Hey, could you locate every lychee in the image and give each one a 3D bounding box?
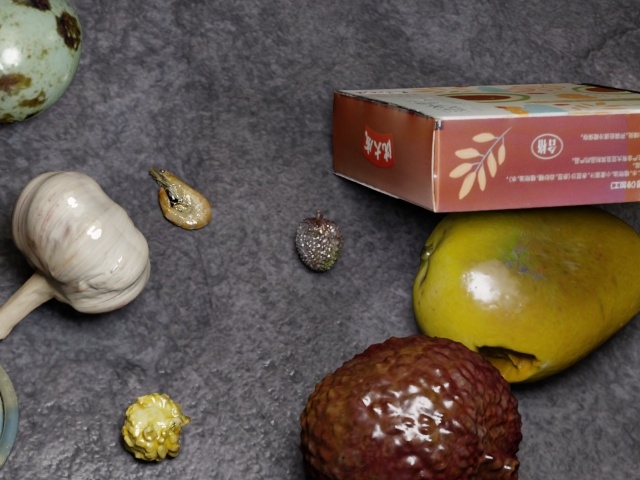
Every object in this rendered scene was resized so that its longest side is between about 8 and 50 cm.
[{"bbox_3d":[0.000,0.000,2.026,0.067,0.068,0.083,12,75,-36],"label":"lychee"},{"bbox_3d":[0.107,0.232,1.794,0.260,0.261,0.261,8,55,-12],"label":"lychee"}]

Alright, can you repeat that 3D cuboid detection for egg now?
[{"bbox_3d":[-0.396,-0.247,2.011,0.169,0.169,0.231,32,41,5],"label":"egg"}]

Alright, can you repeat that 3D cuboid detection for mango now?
[{"bbox_3d":[0.285,0.051,2.008,0.364,0.182,0.253,-13,65,-27],"label":"mango"}]

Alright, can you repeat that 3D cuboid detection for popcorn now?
[{"bbox_3d":[-0.194,0.219,1.822,0.083,0.057,0.082,-6,52,-18],"label":"popcorn"}]

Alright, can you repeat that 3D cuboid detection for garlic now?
[{"bbox_3d":[-0.328,0.031,1.855,0.226,0.199,0.199,-42,74,-8],"label":"garlic"}]

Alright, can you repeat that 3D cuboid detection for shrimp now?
[{"bbox_3d":[-0.192,-0.054,2.033,0.108,0.023,0.059,36,62,9],"label":"shrimp"}]

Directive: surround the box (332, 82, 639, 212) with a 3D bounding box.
[{"bbox_3d":[0.254,-0.131,2.038,0.385,0.344,0.122,-4,102,-20],"label":"box"}]

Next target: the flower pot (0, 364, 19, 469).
[{"bbox_3d":[-0.437,0.226,1.648,0.212,0.203,0.212,8,56,-13],"label":"flower pot"}]
